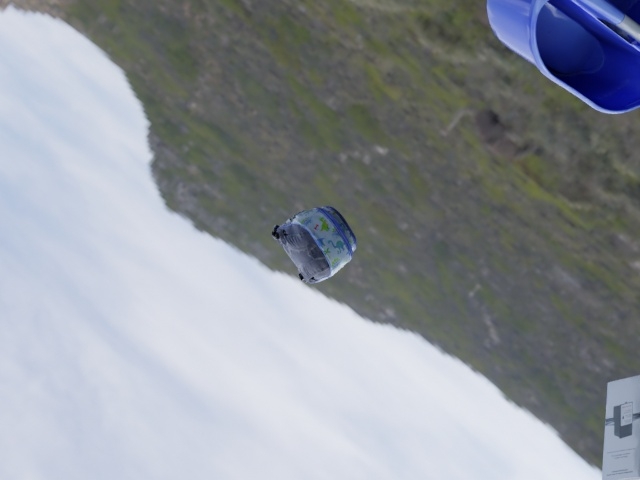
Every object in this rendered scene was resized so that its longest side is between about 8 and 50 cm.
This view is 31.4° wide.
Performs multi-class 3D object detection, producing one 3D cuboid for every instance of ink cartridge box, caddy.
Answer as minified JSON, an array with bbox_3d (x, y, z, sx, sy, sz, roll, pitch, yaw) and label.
[{"bbox_3d":[0.606,0.376,2.127,0.153,0.087,0.208,35,-127,-32],"label":"ink cartridge box"},{"bbox_3d":[0.414,-0.331,1.673,0.341,0.241,0.179,22,-165,-39],"label":"caddy"}]

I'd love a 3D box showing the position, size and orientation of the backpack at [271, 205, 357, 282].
[{"bbox_3d":[0.000,0.000,1.653,0.105,0.084,0.114,57,159,-6],"label":"backpack"}]
